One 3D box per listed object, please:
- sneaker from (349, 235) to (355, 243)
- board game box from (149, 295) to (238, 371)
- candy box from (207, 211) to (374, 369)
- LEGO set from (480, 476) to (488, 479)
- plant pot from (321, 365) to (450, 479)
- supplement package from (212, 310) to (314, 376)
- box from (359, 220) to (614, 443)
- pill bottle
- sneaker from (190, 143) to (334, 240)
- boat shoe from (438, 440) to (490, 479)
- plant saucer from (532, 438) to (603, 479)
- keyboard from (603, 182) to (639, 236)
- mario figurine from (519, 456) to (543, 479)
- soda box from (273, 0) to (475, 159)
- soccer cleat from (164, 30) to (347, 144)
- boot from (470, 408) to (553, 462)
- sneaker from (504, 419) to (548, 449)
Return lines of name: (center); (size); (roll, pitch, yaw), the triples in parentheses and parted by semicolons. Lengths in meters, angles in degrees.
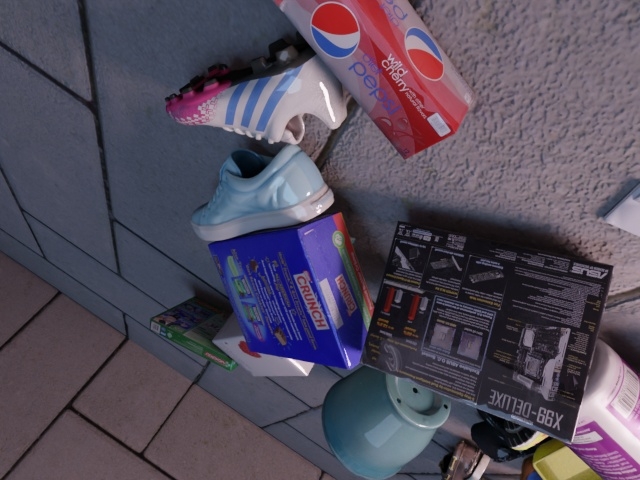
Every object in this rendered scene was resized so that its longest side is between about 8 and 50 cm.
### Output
sneaker: (0.000, 0.000, 0.864); (0.166, 0.065, 0.076); (-27, 97, 49)
board game box: (-0.358, 0.293, 1.376); (0.317, 0.213, 0.046); (21, 109, 19)
candy box: (-0.060, 0.098, 0.844); (0.317, 0.122, 0.268); (-6, 107, 48)
LEGO set: (0.587, 0.832, 1.323); (0.255, 0.192, 0.331); (-26, 135, 20)
plant pot: (0.179, 0.421, 1.062); (0.272, 0.271, 0.255); (34, 130, -1)
supplement package: (-0.133, 0.253, 1.163); (0.177, 0.175, 0.293); (46, 144, -15)
box: (0.239, 0.120, 0.642); (0.307, 0.242, 0.076); (13, 176, 26)
pill bottle: (0.502, 0.313, 0.705); (0.301, 0.169, 0.169); (43, 145, -3)
sneaker: (-0.142, -0.101, 0.803); (0.366, 0.135, 0.150); (-10, 115, 38)
boat shoe: (0.430, 0.713, 1.326); (0.097, 0.116, 0.324); (32, 149, 23)
plant saucer: (0.560, 0.465, 0.905); (0.188, 0.045, 0.188); (-34, 114, 10)
keyboard: (0.488, 0.009, 0.506); (0.256, 0.014, 0.072); (27, 150, 10)
mario figurine: (0.682, 0.623, 1.037); (0.198, 0.170, 0.320); (10, 171, -33)
soda box: (0.063, -0.229, 0.489); (0.263, 0.092, 0.083); (46, 145, -18)
soccer cleat: (-0.109, -0.199, 0.646); (0.331, 0.116, 0.143); (1, 133, 38)
boot: (0.429, 0.457, 1.024); (0.246, 0.094, 0.207); (30, 142, -5)
sneaker: (0.462, 0.363, 0.852); (0.094, 0.081, 0.208); (26, 119, -12)
